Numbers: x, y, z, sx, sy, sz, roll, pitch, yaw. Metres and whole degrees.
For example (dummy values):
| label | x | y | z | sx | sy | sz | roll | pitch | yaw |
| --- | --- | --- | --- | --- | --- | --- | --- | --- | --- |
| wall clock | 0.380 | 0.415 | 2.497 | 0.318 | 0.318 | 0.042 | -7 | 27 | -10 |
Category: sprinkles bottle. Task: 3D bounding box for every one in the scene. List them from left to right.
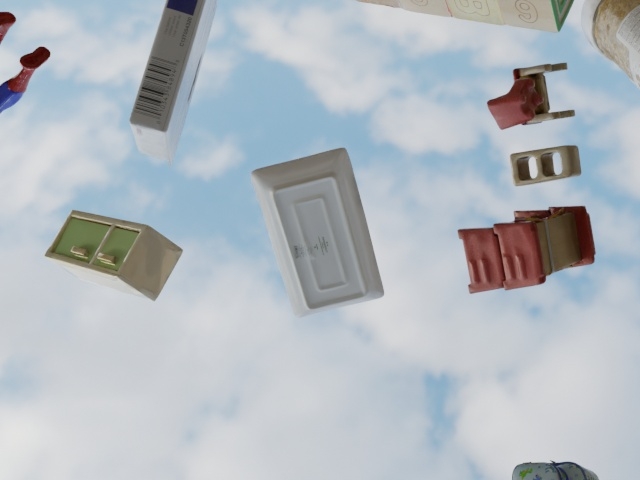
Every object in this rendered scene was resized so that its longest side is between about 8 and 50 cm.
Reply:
| label | x | y | z | sx | sy | sz | roll | pitch | yaw |
| --- | --- | --- | --- | --- | --- | --- | --- | --- | --- |
| sprinkles bottle | 0.425 | -0.227 | 1.291 | 0.121 | 0.121 | 0.355 | 1 | -152 | -7 |

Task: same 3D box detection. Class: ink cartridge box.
| label | x | y | z | sx | sy | sz | roll | pitch | yaw |
| --- | --- | --- | --- | --- | --- | --- | --- | --- | --- |
| ink cartridge box | -0.240 | -0.308 | 1.795 | 0.071 | 0.330 | 0.324 | 16 | -98 | -6 |

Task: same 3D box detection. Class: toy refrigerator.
| label | x | y | z | sx | sy | sz | roll | pitch | yaw |
| --- | --- | --- | --- | --- | --- | --- | --- | --- | --- |
| toy refrigerator | -0.361 | 0.020 | 1.834 | 0.269 | 0.094 | 0.102 | 11 | -112 | 49 |

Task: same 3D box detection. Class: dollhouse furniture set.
| label | x | y | z | sx | sy | sz | roll | pitch | yaw |
| --- | --- | --- | --- | --- | --- | --- | --- | --- | --- |
| dollhouse furniture set | 0.343 | -0.112 | 1.865 | 0.152 | 0.374 | 0.201 | -7 | -176 | 42 |

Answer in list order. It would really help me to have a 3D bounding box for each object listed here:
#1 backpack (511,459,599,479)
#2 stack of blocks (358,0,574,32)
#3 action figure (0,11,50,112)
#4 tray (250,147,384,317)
| label | x | y | z | sx | sy | sz | roll | pitch | yaw |
| --- | --- | --- | --- | --- | --- | --- | --- | --- | --- |
| backpack | 0.321 | 0.353 | 1.469 | 0.114 | 0.084 | 0.105 | -16 | -124 | 34 |
| stack of blocks | 0.067 | -0.271 | 0.817 | 0.297 | 0.087 | 0.171 | 16 | -113 | 28 |
| action figure | -0.418 | -0.116 | 1.170 | 0.091 | 0.280 | 0.139 | 46 | -143 | 1 |
| tray | 0.000 | 0.000 | 1.575 | 0.145 | 0.270 | 0.030 | -14 | -148 | 4 |
